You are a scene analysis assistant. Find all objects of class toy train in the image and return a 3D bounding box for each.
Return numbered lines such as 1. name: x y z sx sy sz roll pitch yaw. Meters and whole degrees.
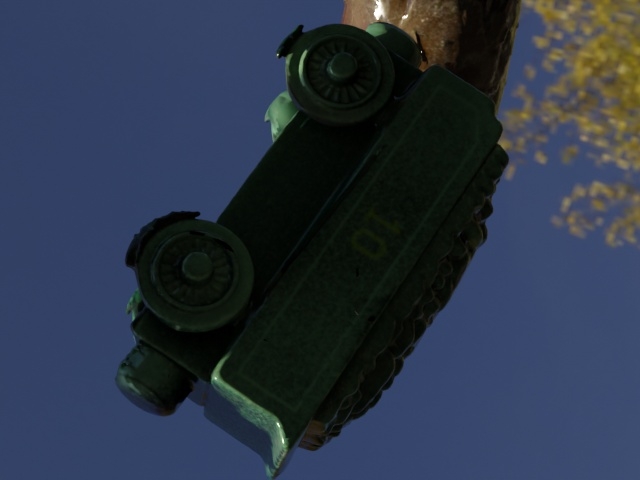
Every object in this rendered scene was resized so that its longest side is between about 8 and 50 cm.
1. toy train: 0.000 0.000 0.601 0.099 0.070 0.172 33 -111 5

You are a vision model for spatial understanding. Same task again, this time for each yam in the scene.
1. yam: 0.041 -0.061 0.726 0.079 0.079 0.141 -14 -50 -28
